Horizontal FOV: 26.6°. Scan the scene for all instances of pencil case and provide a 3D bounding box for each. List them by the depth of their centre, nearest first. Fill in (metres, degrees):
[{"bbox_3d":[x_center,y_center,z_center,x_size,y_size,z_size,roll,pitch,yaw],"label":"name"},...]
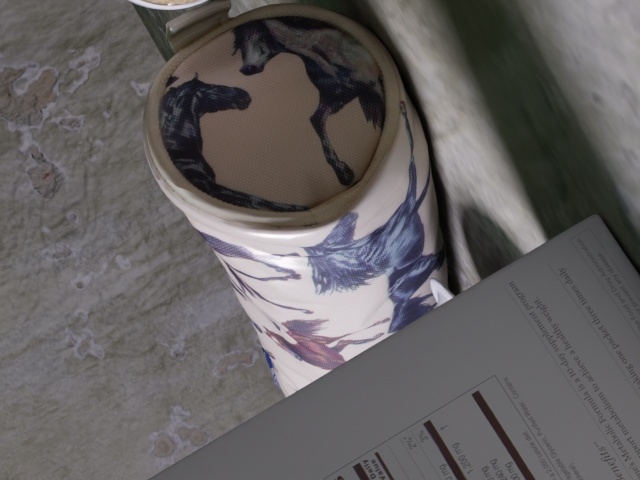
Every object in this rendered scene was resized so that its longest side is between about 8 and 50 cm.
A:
[{"bbox_3d":[0.000,0.000,0.951,0.183,0.160,0.410,41,167,25],"label":"pencil case"}]

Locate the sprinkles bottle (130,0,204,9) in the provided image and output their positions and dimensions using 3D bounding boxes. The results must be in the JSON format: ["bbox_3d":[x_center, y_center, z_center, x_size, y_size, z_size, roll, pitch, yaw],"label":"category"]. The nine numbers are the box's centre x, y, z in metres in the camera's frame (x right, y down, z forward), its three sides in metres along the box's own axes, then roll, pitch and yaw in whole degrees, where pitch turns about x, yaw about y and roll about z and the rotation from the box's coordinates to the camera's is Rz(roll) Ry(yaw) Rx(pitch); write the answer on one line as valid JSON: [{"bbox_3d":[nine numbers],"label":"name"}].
[{"bbox_3d":[-0.082,-0.205,0.812,0.121,0.121,0.355,61,174,-12],"label":"sprinkles bottle"}]

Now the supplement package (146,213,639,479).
[{"bbox_3d":[0.053,0.120,0.620,0.134,0.244,0.139,58,174,17],"label":"supplement package"}]

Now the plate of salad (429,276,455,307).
[{"bbox_3d":[0.132,0.100,0.839,0.200,0.048,0.200,57,177,4],"label":"plate of salad"}]
